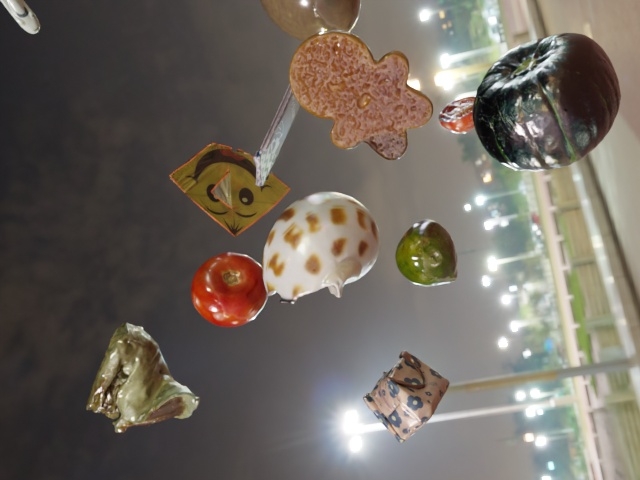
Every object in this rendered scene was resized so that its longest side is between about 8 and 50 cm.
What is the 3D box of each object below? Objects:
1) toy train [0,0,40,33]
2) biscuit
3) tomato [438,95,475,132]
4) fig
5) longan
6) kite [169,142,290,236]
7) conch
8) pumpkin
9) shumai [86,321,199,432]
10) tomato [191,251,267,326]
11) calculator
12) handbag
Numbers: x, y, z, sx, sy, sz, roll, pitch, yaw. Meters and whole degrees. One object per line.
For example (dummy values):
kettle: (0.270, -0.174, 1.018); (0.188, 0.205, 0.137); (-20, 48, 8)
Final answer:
toy train: (-0.802, -0.630, 2.118); (0.234, 0.052, 0.051); (51, 168, -12)
biscuit: (0.060, -0.231, 1.301); (0.236, 0.180, 0.039); (35, -159, -14)
tomato: (0.467, -0.401, 2.717); (0.174, 0.166, 0.082); (-38, -62, -26)
fig: (0.343, 0.054, 2.511); (0.245, 0.195, 0.195); (33, -146, -21)
longan: (-0.039, -0.691, 2.228); (0.350, 0.288, 0.288); (58, -166, 3)
kite: (-0.260, -0.149, 2.446); (0.013, 0.378, 0.327); (128, 143, -49)
conch: (0.000, -0.001, 1.278); (0.275, 0.183, 0.148); (-119, 26, -83)
pumpkin: (0.467, -0.269, 1.706); (0.238, 0.315, 0.315); (60, -159, -29)
shumai: (-0.483, 0.408, 2.345); (0.330, 0.289, 0.292); (139, 150, -77)
tomato: (-0.222, 0.123, 2.036); (0.136, 0.195, 0.195); (109, 163, -53)
calculator: (-0.086, -0.261, 1.823); (0.165, 0.028, 0.274); (100, -169, -66)
handbag: (0.268, 0.484, 2.625); (0.193, 0.190, 0.251); (45, -149, 3)
